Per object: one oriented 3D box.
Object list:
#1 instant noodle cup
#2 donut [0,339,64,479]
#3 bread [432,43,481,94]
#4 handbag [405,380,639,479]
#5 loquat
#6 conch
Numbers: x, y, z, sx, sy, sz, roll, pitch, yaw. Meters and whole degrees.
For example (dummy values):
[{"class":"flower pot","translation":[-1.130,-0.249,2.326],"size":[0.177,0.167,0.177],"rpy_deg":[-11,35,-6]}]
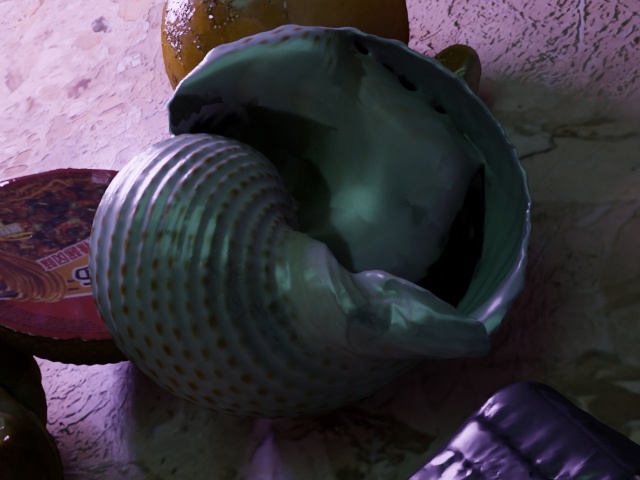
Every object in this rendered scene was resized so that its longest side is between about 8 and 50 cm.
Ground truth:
[{"class":"instant noodle cup","translation":[-0.207,0.040,1.105],"size":[0.274,0.090,0.274],"rpy_deg":[7,33,-4]},{"class":"donut","translation":[-0.364,0.137,0.990],"size":[0.170,0.360,0.360],"rpy_deg":[-41,36,19]},{"class":"bread","translation":[0.072,-0.084,1.091],"size":[0.214,0.053,0.073],"rpy_deg":[-47,38,-7]},{"class":"handbag","translation":[0.106,0.221,0.659],"size":[0.254,0.181,0.181],"rpy_deg":[-41,31,-3]},{"class":"loquat","translation":[-0.033,-0.187,1.128],"size":[0.235,0.235,0.235],"rpy_deg":[-21,41,19]},{"class":"conch","translation":[-0.002,0.005,0.937],"size":[0.319,0.215,0.303],"rpy_deg":[26,72,15]}]
